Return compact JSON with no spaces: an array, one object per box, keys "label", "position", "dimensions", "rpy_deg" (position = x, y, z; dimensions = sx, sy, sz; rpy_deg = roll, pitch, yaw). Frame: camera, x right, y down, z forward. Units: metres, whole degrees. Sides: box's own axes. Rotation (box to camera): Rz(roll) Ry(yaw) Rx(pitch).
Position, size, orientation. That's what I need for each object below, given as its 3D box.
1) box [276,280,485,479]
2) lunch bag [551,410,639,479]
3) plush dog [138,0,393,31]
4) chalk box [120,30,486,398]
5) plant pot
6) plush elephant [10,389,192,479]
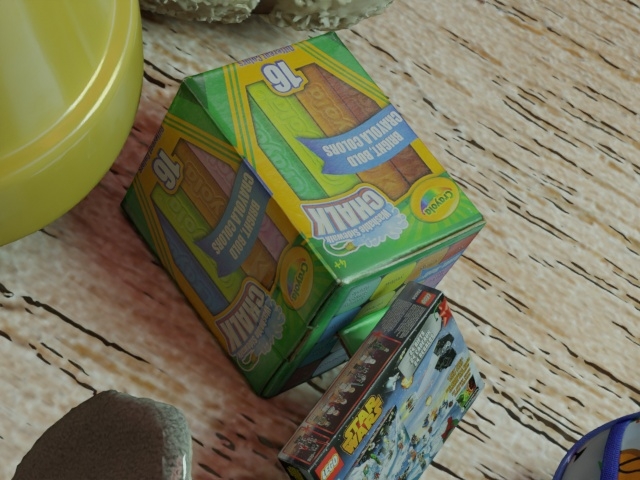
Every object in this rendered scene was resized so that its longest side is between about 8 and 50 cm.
[{"label":"box","position":[0.038,0.104,0.959],"dimensions":[0.027,0.094,0.137],"rpy_deg":[19,59,37]},{"label":"lunch bag","position":[0.220,0.210,0.905],"dimensions":[0.115,0.243,0.303],"rpy_deg":[54,34,-25]},{"label":"plush dog","position":[-0.044,-0.212,1.146],"dimensions":[0.225,0.262,0.211],"rpy_deg":[10,82,-10]},{"label":"chalk box","position":[0.000,0.000,1.024],"dimensions":[0.132,0.132,0.213],"rpy_deg":[-24,67,-40]},{"label":"plant pot","position":[-0.225,-0.150,0.891],"dimensions":[0.254,0.239,0.254],"rpy_deg":[2,66,-4]},{"label":"plush elephant","position":[-0.034,0.213,0.737],"dimensions":[0.330,0.255,0.272],"rpy_deg":[-1,54,-30]}]
